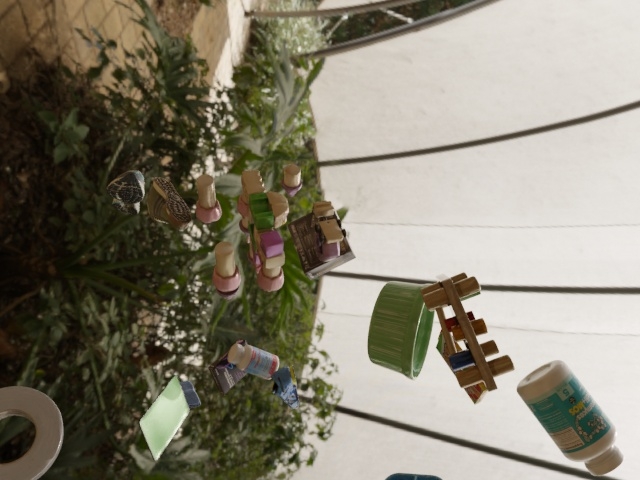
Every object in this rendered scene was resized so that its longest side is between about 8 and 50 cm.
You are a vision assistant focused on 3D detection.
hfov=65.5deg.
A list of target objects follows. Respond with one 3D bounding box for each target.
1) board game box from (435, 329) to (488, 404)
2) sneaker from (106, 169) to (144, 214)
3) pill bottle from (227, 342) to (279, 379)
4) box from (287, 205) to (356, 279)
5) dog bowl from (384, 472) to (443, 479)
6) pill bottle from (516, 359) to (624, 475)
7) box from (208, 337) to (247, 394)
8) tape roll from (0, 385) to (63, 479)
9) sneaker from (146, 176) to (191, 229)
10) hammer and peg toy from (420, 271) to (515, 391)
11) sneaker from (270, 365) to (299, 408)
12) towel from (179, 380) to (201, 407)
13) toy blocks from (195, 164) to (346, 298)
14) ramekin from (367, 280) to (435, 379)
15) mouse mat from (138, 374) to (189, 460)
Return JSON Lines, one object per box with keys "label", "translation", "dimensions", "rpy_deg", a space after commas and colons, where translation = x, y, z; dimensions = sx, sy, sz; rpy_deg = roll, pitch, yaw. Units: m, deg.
{"label": "board game box", "translation": [0.476, 0.422, 1.705], "dimensions": [0.124, 0.039, 0.259], "rpy_deg": [89, -22, -52]}
{"label": "sneaker", "translation": [-0.624, -0.182, 1.612], "dimensions": [0.283, 0.110, 0.122], "rpy_deg": [-28, -130, 62]}
{"label": "pill bottle", "translation": [-0.227, 0.404, 1.672], "dimensions": [0.087, 0.160, 0.087], "rpy_deg": [-43, -149, 35]}
{"label": "box", "translation": [0.000, 0.000, 1.748], "dimensions": [0.056, 0.183, 0.231], "rpy_deg": [56, 10, -55]}
{"label": "dog bowl", "translation": [0.377, 1.009, 1.978], "dimensions": [0.166, 0.297, 0.074], "rpy_deg": [-52, 129, -56]}
{"label": "pill bottle", "translation": [0.635, 0.448, 1.257], "dimensions": [0.264, 0.146, 0.146], "rpy_deg": [55, -15, 13]}
{"label": "box", "translation": [-0.302, 0.433, 1.712], "dimensions": [0.162, 0.029, 0.116], "rpy_deg": [-39, 121, -40]}
{"label": "tape roll", "translation": [-0.700, 0.445, 1.117], "dimensions": [0.072, 0.219, 0.219], "rpy_deg": [130, -27, -52]}
{"label": "sneaker", "translation": [-0.384, -0.071, 1.241], "dimensions": [0.086, 0.064, 0.192], "rpy_deg": [-56, -129, 23]}
{"label": "hammer and peg toy", "translation": [0.348, 0.207, 1.215], "dimensions": [0.361, 0.127, 0.266], "rpy_deg": [10, 57, -80]}
{"label": "sneaker", "translation": [-0.113, 0.465, 1.556], "dimensions": [0.209, 0.082, 0.069], "rpy_deg": [85, -14, -44]}
{"label": "towel", "translation": [-0.496, 0.575, 1.856], "dimensions": [0.119, 0.067, 0.029], "rpy_deg": [44, -64, 43]}
{"label": "toy blocks", "translation": [-0.137, -0.001, 1.250], "dimensions": [0.260, 0.309, 0.289], "rpy_deg": [99, -25, -49]}
{"label": "ramekin", "translation": [0.258, 0.273, 1.573], "dimensions": [0.303, 0.148, 0.303], "rpy_deg": [10, 90, -68]}
{"label": "mouse mat", "translation": [-0.432, 0.492, 1.389], "dimensions": [0.190, 0.007, 0.153], "rpy_deg": [-60, 145, -58]}
